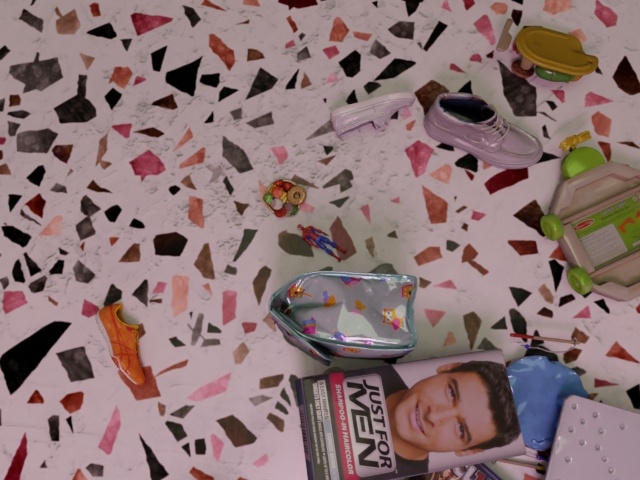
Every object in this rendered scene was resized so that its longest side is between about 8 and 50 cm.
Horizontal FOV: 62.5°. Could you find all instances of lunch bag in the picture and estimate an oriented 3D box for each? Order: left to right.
[{"bbox_3d":[0.037,0.146,0.971,0.261,0.223,0.160,0,74,1],"label":"lunch bag"}]

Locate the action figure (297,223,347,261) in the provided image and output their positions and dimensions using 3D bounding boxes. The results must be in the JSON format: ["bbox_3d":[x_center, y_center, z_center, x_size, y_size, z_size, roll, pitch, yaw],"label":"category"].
[{"bbox_3d":[0.000,0.000,1.094,0.115,0.030,0.038,33,88,8],"label":"action figure"}]

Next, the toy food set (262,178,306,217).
[{"bbox_3d":[-0.077,-0.090,1.112,0.083,0.020,0.083,35,83,6],"label":"toy food set"}]

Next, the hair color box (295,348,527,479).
[{"bbox_3d":[0.154,0.314,0.945,0.373,0.114,0.186,-6,73,-11],"label":"hair color box"}]

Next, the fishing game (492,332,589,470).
[{"bbox_3d":[0.427,0.314,1.032,0.188,0.041,0.265,5,89,2],"label":"fishing game"}]

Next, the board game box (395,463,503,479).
[{"bbox_3d":[0.248,0.477,1.006,0.243,0.042,0.165,40,84,6],"label":"board game box"}]

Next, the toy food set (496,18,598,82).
[{"bbox_3d":[0.474,-0.390,1.132,0.217,0.071,0.128,17,58,2],"label":"toy food set"}]

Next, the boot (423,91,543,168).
[{"bbox_3d":[0.342,-0.223,1.073,0.258,0.123,0.095,17,82,4],"label":"boot"}]

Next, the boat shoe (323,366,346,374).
[{"bbox_3d":[0.082,0.328,1.026,0.206,0.065,0.075,43,67,6],"label":"boat shoe"}]

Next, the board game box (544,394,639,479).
[{"bbox_3d":[0.584,0.522,0.970,0.389,0.050,0.391,16,85,0],"label":"board game box"}]

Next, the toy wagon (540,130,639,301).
[{"bbox_3d":[0.586,-0.057,1.072,0.267,0.068,0.345,-23,81,-3],"label":"toy wagon"}]

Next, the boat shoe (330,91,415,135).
[{"bbox_3d":[0.114,-0.266,1.117,0.184,0.066,0.063,-14,92,-2],"label":"boat shoe"}]

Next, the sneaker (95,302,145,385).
[{"bbox_3d":[-0.387,0.206,1.052,0.067,0.064,0.175,-26,84,-13],"label":"sneaker"}]
